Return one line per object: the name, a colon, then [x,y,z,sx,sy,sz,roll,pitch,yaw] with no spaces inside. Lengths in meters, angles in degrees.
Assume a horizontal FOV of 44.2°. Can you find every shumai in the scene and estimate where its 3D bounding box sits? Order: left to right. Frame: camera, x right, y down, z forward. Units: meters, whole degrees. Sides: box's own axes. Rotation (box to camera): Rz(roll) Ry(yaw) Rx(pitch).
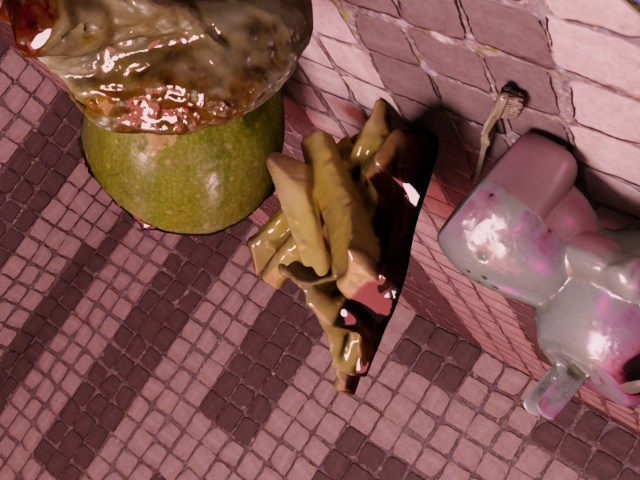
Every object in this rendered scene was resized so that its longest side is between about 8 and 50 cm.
shumai: [-0.145,-0.227,0.725,0.222,0.272,0.203,50,169,24]

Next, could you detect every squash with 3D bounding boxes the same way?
squash: [-0.159,-0.195,1.046,0.310,0.310,0.309,34,154,-5]

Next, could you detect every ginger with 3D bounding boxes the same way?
ginger: [0.000,0.000,1.027,0.211,0.358,0.413,14,166,0]

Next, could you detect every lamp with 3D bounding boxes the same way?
lamp: [0.266,0.057,0.846,0.301,0.247,0.247,40,170,4]

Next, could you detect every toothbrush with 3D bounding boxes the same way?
toothbrush: [0.188,-0.110,0.887,0.028,0.026,0.294,17,170,5]

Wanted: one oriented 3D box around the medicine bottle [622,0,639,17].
medicine bottle: [0.161,-0.179,0.390,0.219,0.078,0.115,35,175,-14]
